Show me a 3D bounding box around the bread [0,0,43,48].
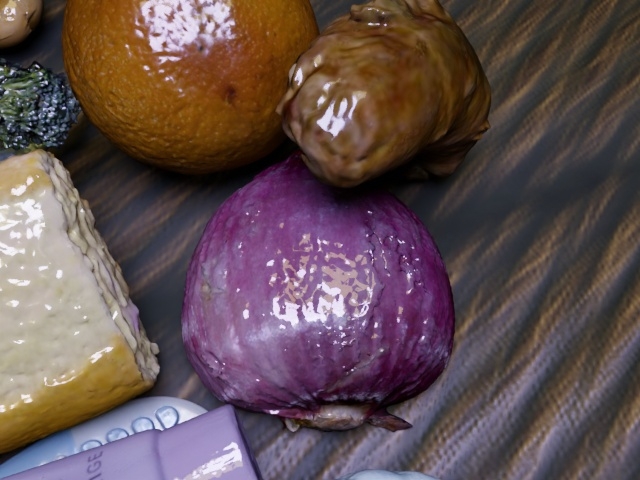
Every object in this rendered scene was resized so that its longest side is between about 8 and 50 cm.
[{"bbox_3d":[-0.416,-0.295,0.740,0.189,0.077,0.114,29,83,24],"label":"bread"}]

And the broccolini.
[{"bbox_3d":[-0.406,-0.144,0.566,0.392,0.074,0.078,12,84,14],"label":"broccolini"}]

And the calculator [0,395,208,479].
[{"bbox_3d":[-0.206,0.257,0.505,0.303,0.042,0.188,-32,71,-18],"label":"calculator"}]

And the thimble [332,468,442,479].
[{"bbox_3d":[0.032,0.286,0.440,0.250,0.172,0.204,-3,60,-8],"label":"thimble"}]

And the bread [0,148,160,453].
[{"bbox_3d":[-0.342,0.099,0.482,0.376,0.165,0.236,-26,108,-12],"label":"bread"}]

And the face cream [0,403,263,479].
[{"bbox_3d":[-0.181,0.219,0.456,0.274,0.096,0.154,-21,49,-10],"label":"face cream"}]

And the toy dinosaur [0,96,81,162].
[{"bbox_3d":[-0.340,-0.041,0.617,0.206,0.092,0.392,15,72,10],"label":"toy dinosaur"}]

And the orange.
[{"bbox_3d":[-0.125,-0.193,0.613,0.264,0.264,0.264,1,64,-3],"label":"orange"}]

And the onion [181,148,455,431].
[{"bbox_3d":[0.000,0.000,0.580,0.267,0.159,0.348,-1,65,-7],"label":"onion"}]

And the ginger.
[{"bbox_3d":[0.061,-0.137,0.549,0.165,0.321,0.172,-1,96,28],"label":"ginger"}]
